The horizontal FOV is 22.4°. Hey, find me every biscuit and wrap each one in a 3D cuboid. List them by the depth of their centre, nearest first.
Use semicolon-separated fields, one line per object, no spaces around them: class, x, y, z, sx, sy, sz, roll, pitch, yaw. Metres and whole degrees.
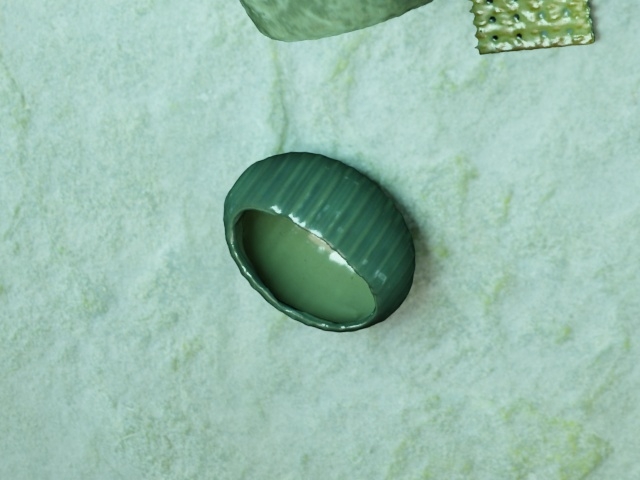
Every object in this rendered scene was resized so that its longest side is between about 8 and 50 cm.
biscuit;0.211;-0.313;1.717;0.139;0.016;0.231;-2;116;25

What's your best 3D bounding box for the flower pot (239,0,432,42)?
flower pot;-0.005;-0.364;1.433;0.293;0.293;0.330;-9;111;27

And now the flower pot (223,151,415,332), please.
flower pot;0.000;0.000;1.902;0.243;0.157;0.189;41;124;-2
